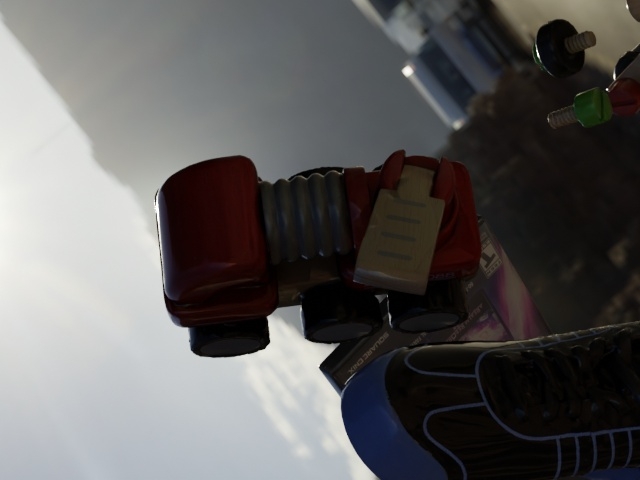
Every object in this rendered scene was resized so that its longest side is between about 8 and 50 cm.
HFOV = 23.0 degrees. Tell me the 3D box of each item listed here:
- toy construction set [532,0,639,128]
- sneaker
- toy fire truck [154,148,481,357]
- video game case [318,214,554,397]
[{"bbox_3d":[0.371,-0.273,1.581,0.308,0.237,0.258,-13,-94,-48],"label":"toy construction set"},{"bbox_3d":[0.119,0.071,0.738,0.232,0.090,0.081,6,-125,-39],"label":"sneaker"},{"bbox_3d":[0.000,0.000,1.016,0.246,0.217,0.159,86,177,-71],"label":"toy fire truck"},{"bbox_3d":[0.134,0.136,1.421,0.026,0.196,0.274,25,155,53],"label":"video game case"}]
